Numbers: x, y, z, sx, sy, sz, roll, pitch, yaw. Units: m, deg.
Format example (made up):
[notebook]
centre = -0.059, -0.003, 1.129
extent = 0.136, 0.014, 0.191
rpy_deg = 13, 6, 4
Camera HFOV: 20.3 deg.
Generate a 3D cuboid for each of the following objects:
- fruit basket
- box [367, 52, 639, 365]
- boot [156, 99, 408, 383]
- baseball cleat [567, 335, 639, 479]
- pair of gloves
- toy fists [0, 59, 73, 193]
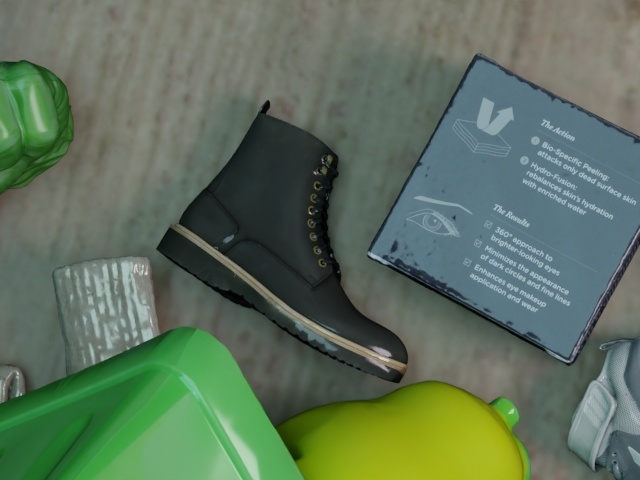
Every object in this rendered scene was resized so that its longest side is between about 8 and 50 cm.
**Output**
[fruit basket]
centre = -0.039, 0.224, 1.165
extent = 0.283, 0.392, 0.392
rpy_deg = -24, 79, 41
[box]
centre = 0.141, -0.019, 1.222
extent = 0.156, 0.093, 0.158
rpy_deg = 29, 90, 11
[boot]
centre = 0.000, 0.000, 1.257
extent = 0.198, 0.077, 0.137
rpy_deg = 31, 85, 10
[baseball cleat]
centre = 0.227, 0.167, 1.211
extent = 0.109, 0.072, 0.206
rpy_deg = -8, 78, 22
[pair of gloves]
centre = -0.201, 0.132, 1.289
extent = 0.240, 0.042, 0.204
rpy_deg = -18, 87, 12
[toy fists]
centre = -0.304, -0.043, 1.272
extent = 0.279, 0.142, 0.096
rpy_deg = -26, 81, 6
